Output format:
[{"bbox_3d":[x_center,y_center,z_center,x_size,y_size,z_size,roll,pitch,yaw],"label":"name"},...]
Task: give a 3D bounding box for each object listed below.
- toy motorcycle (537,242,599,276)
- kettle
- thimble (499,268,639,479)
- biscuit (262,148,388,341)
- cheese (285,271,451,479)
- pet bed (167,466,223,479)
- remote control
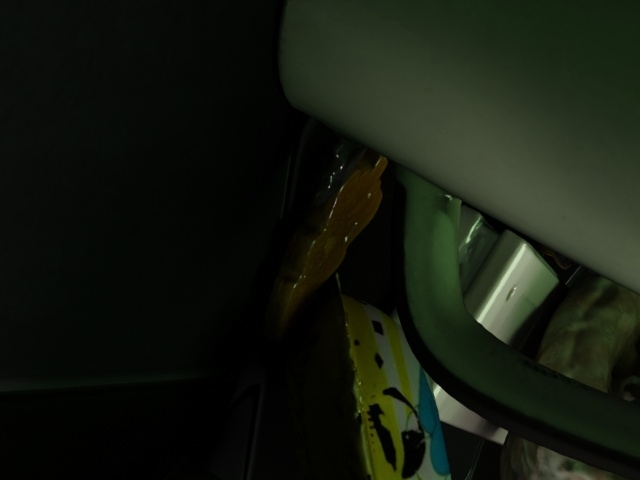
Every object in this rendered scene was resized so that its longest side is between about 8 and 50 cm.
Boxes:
[{"bbox_3d":[0.272,-0.090,1.029,0.401,0.207,0.134,-54,167,-41],"label":"toy motorcycle"},{"bbox_3d":[0.122,-0.035,0.643,0.240,0.255,0.165,-63,165,14],"label":"kettle"},{"bbox_3d":[0.214,0.107,1.036,0.229,0.196,0.148,-46,159,-36],"label":"thimble"},{"bbox_3d":[0.000,0.000,0.760,0.092,0.016,0.082,-59,168,3],"label":"biscuit"},{"bbox_3d":[0.021,0.095,0.837,0.250,0.064,0.156,97,-17,-81],"label":"cheese"},{"bbox_3d":[-0.030,0.209,0.706,0.183,0.211,0.159,-54,153,-12],"label":"pet bed"},{"bbox_3d":[0.094,0.056,1.050,0.103,0.055,0.277,-59,162,-1],"label":"remote control"}]
